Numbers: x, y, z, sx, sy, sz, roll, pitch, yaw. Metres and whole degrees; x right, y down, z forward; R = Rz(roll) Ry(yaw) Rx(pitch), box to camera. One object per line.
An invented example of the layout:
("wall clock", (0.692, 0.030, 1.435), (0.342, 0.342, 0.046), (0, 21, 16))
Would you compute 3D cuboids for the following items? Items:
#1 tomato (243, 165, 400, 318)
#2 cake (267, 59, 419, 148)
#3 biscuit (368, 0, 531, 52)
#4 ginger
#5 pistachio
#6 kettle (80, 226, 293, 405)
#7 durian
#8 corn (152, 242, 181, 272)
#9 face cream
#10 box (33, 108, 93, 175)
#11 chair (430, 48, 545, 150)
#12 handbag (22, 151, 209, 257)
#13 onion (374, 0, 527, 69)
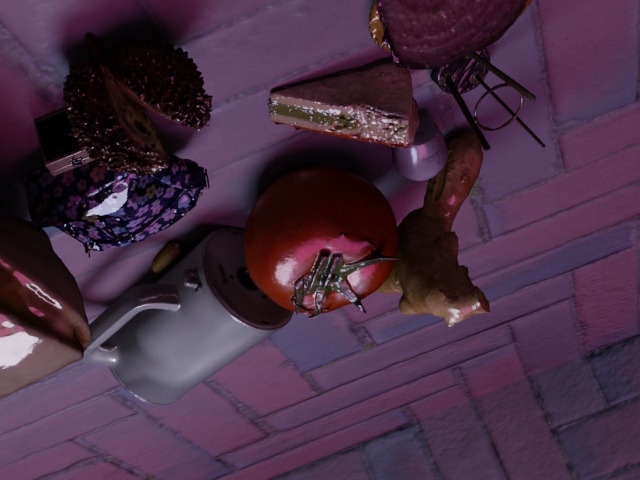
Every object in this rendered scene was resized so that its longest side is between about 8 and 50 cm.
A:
("tomato", (0.000, 0.000, 1.891), (0.256, 0.224, 0.256), (-5, 140, -4))
("cake", (0.043, -0.220, 1.728), (0.220, 0.116, 0.086), (12, 151, 9))
("biscuit", (0.187, -0.339, 1.604), (0.254, 0.035, 0.254), (-14, 153, -8))
("ginger", (0.156, 0.032, 1.967), (0.122, 0.348, 0.363), (32, 134, -25))
("pistachio", (-0.494, 0.076, 1.610), (0.365, 0.281, 0.445), (23, 165, 1))
("kettle", (-0.236, 0.149, 2.022), (0.318, 0.205, 0.265), (-36, 180, 35))
("durian", (-0.241, -0.184, 1.476), (0.196, 0.196, 0.167), (-14, -175, -11))
("corn", (-0.266, 0.030, 1.994), (0.027, 0.028, 0.083), (23, 135, -25))
("face cream", (0.160, -0.151, 1.877), (0.091, 0.091, 0.095), (-19, 145, -2))
("box", (-0.343, -0.138, 1.570), (0.079, 0.083, 0.035), (-22, 153, 3))
("chair", (0.248, -0.223, 1.707), (0.104, 0.221, 0.095), (-3, 125, -26))
("handbag", (-0.293, -0.074, 1.676), (0.229, 0.127, 0.208), (-28, 158, 16))
("onion", (0.146, -0.357, 1.443), (0.247, 0.111, 0.250), (-25, 122, -21))
